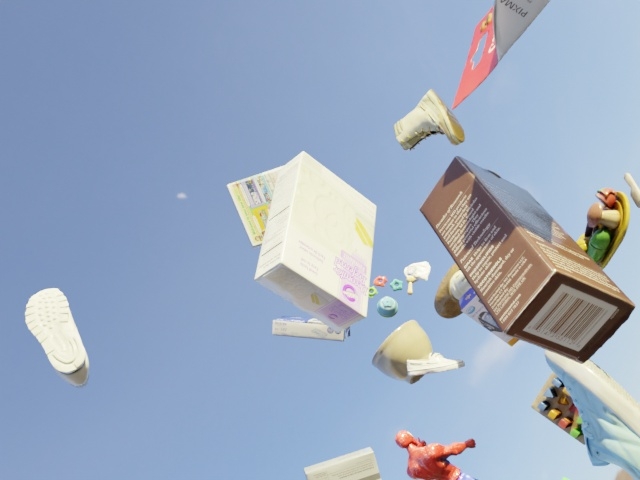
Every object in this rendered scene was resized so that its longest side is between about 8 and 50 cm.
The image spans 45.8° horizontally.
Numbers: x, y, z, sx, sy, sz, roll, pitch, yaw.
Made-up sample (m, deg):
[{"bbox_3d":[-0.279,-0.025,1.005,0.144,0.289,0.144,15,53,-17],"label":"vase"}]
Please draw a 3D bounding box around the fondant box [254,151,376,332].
[{"bbox_3d":[0.000,0.000,1.648,0.238,0.096,0.330,35,-136,-27],"label":"fondant box"}]

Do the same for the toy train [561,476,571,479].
[{"bbox_3d":[0.300,0.330,0.945,0.024,0.017,0.083,-36,-44,-47],"label":"toy train"}]

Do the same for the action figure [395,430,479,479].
[{"bbox_3d":[0.246,0.395,1.267,0.091,0.280,0.139,-54,-3,26],"label":"action figure"}]

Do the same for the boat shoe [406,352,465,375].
[{"bbox_3d":[0.197,0.210,1.304,0.035,0.100,0.035,20,-120,-71],"label":"boat shoe"}]

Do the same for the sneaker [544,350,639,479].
[{"bbox_3d":[0.551,0.359,1.473,0.150,0.366,0.135,-50,-32,12],"label":"sneaker"}]

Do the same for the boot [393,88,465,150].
[{"bbox_3d":[0.297,-0.300,2.096,0.165,0.213,0.077,-41,-43,22],"label":"boot"}]

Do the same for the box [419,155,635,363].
[{"bbox_3d":[0.336,0.021,1.302,0.191,0.381,0.143,22,-64,-26],"label":"box"}]

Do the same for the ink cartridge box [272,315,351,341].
[{"bbox_3d":[-0.024,0.249,2.151,0.097,0.207,0.046,-8,-79,-76],"label":"ink cartridge box"}]

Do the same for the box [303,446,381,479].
[{"bbox_3d":[0.060,0.529,1.526,0.038,0.145,0.186,-166,61,-82],"label":"box"}]

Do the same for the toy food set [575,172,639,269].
[{"bbox_3d":[0.554,-0.037,1.514,0.128,0.071,0.217,-84,7,-49],"label":"toy food set"}]

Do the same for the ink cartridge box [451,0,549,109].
[{"bbox_3d":[0.329,-0.453,1.303,0.385,0.091,0.308,-50,13,47],"label":"ink cartridge box"}]

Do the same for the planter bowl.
[{"bbox_3d":[0.227,0.301,1.951,0.162,0.109,0.162,-37,-26,-21],"label":"planter bowl"}]

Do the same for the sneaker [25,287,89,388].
[{"bbox_3d":[-0.539,0.200,1.563,0.090,0.235,0.094,-24,-36,-13],"label":"sneaker"}]

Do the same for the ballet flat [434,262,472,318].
[{"bbox_3d":[0.440,0.075,2.062,0.342,0.116,0.124,-45,-2,-1],"label":"ballet flat"}]

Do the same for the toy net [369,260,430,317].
[{"bbox_3d":[0.255,0.141,2.444,0.232,0.122,0.045,-39,-28,-20],"label":"toy net"}]

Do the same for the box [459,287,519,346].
[{"bbox_3d":[0.330,0.134,1.425,0.028,0.136,0.081,-50,-4,-45],"label":"box"}]

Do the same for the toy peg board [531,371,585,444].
[{"bbox_3d":[0.624,0.399,1.883,0.079,0.161,0.161,9,-68,-58],"label":"toy peg board"}]

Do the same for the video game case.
[{"bbox_3d":[-0.140,-0.099,2.157,0.193,0.212,0.023,-20,-21,-12],"label":"video game case"}]
